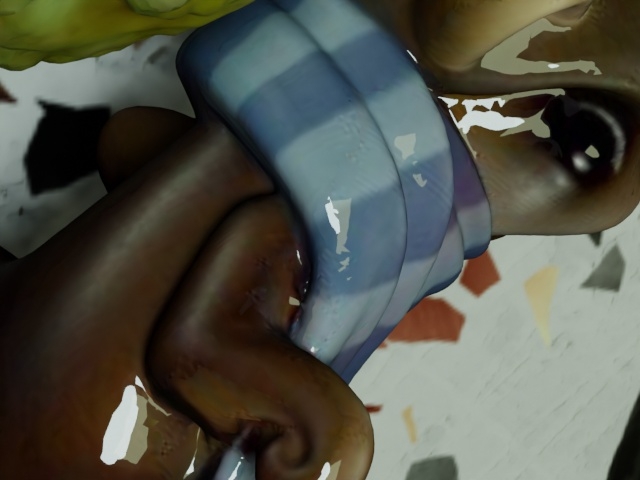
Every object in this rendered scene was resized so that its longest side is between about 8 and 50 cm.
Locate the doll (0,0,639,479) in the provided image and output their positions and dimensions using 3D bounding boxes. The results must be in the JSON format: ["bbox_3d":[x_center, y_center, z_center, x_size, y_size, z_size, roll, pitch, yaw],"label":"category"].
[{"bbox_3d":[0.002,0.003,0.702,0.209,0.318,0.340,42,87,-26],"label":"doll"}]

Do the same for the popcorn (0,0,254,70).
[{"bbox_3d":[-0.084,-0.196,0.554,0.247,0.282,0.282,-22,129,13],"label":"popcorn"}]
